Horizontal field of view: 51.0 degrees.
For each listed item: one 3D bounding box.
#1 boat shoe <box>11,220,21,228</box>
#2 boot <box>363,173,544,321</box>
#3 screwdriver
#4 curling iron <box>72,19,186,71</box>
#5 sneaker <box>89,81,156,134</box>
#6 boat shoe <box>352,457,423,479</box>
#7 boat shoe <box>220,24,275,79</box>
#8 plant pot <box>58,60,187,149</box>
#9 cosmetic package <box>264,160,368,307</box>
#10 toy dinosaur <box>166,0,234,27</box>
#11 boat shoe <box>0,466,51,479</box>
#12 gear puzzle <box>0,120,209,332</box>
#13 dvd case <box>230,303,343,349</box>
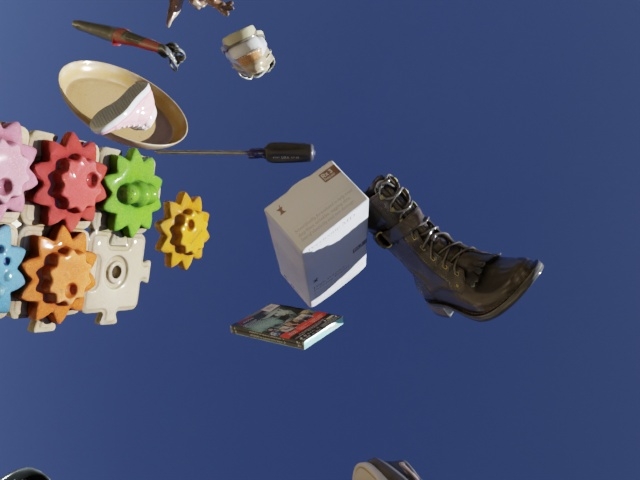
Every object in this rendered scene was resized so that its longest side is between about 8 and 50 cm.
[{"bbox_3d":[-0.608,-0.068,1.158,0.103,0.285,0.092,23,-85,14],"label":"boat shoe"},{"bbox_3d":[0.150,0.001,0.922,0.091,0.229,0.263,-46,-169,-25],"label":"boot"},{"bbox_3d":[-0.090,-0.091,0.709,0.170,0.025,0.024,-1,-114,7],"label":"screwdriver"},{"bbox_3d":[-0.356,-0.361,1.222,0.274,0.068,0.035,21,-105,23],"label":"curling iron"},{"bbox_3d":[-0.316,-0.197,1.101,0.051,0.070,0.134,13,-132,25],"label":"sneaker"},{"bbox_3d":[0.167,0.418,0.977,0.335,0.096,0.112,30,-60,57],"label":"boat shoe"},{"bbox_3d":[-0.170,-0.435,1.595,0.113,0.302,0.103,-24,-77,6],"label":"boat shoe"},{"bbox_3d":[-0.352,-0.236,1.198,0.032,0.236,0.236,-54,-130,29],"label":"plant pot"},{"bbox_3d":[0.000,0.000,0.952,0.117,0.231,0.085,-38,-109,-12],"label":"cosmetic package"},{"bbox_3d":[-0.217,-0.549,1.266,0.296,0.200,0.127,-38,-133,4],"label":"toy dinosaur"},{"bbox_3d":[-0.235,0.243,0.534,0.340,0.127,0.113,5,-89,39],"label":"boat shoe"},{"bbox_3d":[-0.197,-0.003,0.619,0.044,0.339,0.175,8,-89,25],"label":"gear puzzle"},{"bbox_3d":[-0.043,0.108,0.862,0.119,0.087,0.013,7,-70,34],"label":"dvd case"}]
